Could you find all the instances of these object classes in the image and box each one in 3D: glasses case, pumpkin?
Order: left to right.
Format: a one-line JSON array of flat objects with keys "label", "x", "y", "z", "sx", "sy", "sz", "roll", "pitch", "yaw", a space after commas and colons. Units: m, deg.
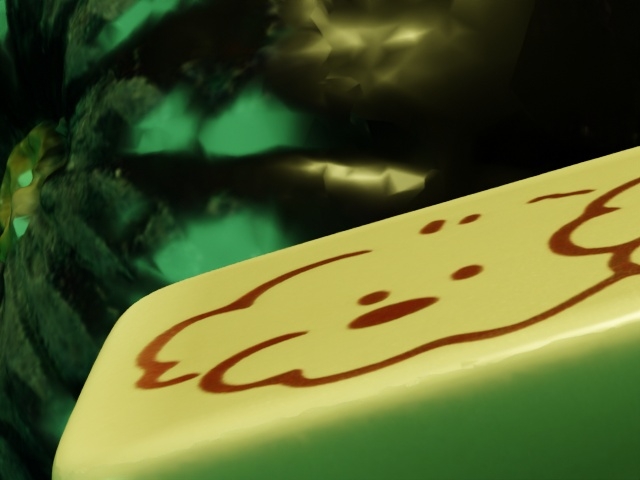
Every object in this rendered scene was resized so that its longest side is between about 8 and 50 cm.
[{"label": "pumpkin", "x": 0.000, "y": 0.000, "z": 0.662, "sx": 0.363, "sy": 0.266, "sz": 0.363, "roll": -11, "pitch": 77, "yaw": 54}, {"label": "glasses case", "x": 0.119, "y": 0.016, "z": 0.409, "sx": 0.144, "sy": 0.336, "sz": 0.076, "roll": -88, "pitch": -19, "yaw": -78}]
